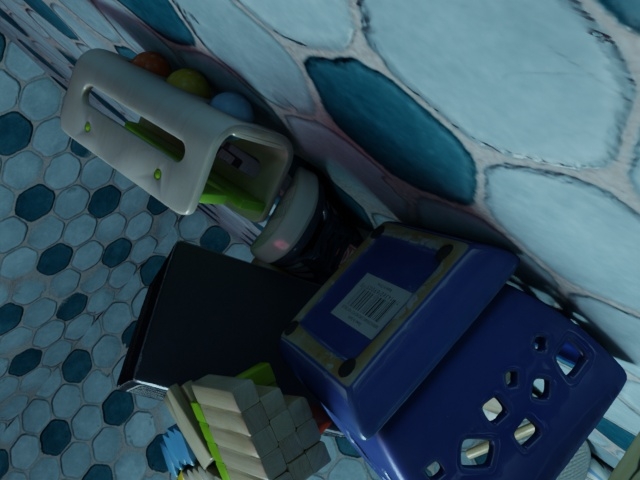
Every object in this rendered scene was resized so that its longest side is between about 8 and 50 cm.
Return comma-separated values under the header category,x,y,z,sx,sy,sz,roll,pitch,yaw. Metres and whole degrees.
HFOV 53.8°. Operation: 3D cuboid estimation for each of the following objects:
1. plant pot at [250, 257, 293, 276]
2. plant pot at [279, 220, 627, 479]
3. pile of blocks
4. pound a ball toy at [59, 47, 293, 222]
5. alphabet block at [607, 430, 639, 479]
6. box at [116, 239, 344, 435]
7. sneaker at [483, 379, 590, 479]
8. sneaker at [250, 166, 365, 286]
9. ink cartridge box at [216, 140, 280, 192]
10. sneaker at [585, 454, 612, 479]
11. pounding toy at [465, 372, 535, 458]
category,x,y,z,sx,sy,sz,roll,pitch,yaw
plant pot,0.000,0.052,1.051,0.236,0.032,0.236,12,-163,-4
plant pot,0.107,0.119,0.627,0.212,0.236,0.236,48,170,-22
pile of blocks,-0.086,0.210,0.674,0.149,0.113,0.362,55,144,14
pound a ball toy,-0.164,-0.145,0.790,0.319,0.135,0.208,33,-164,33
alphabet block,0.385,0.318,0.612,0.193,0.197,0.192,37,173,6
box,-0.101,0.152,0.872,0.296,0.182,0.294,19,161,-16
sneaker,0.379,0.350,1.168,0.366,0.135,0.150,53,173,-32
sneaker,0.000,0.000,0.842,0.148,0.131,0.350,31,178,-3
ink cartridge box,-0.146,-0.113,1.015,0.150,0.063,0.109,36,172,10
sneaker,0.546,0.482,1.268,0.237,0.086,0.085,34,173,37
pounding toy,0.195,0.204,0.887,0.270,0.154,0.154,9,152,47
